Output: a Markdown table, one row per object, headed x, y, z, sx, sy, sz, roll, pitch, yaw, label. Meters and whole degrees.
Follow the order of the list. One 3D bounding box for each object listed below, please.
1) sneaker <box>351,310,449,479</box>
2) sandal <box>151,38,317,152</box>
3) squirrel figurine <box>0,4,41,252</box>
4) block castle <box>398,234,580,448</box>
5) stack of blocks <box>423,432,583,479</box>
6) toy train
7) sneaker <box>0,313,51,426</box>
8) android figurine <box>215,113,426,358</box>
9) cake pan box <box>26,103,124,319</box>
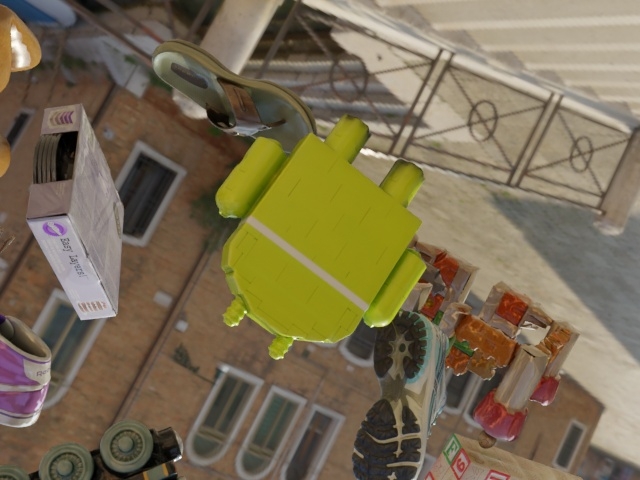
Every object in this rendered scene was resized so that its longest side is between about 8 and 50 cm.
| x | y | z | sx | sy | sz | roll | pitch | yaw | label |
| --- | --- | --- | --- | --- | --- | --- | --- | --- | --- |
| 0.136 | 0.249 | 1.079 | 0.110 | 0.283 | 0.122 | 7 | 171 | 41 | sneaker |
| -0.149 | -0.219 | 1.230 | 0.303 | 0.086 | 0.120 | 26 | 138 | 1 | sandal |
| -0.469 | -0.093 | 0.804 | 0.281 | 0.370 | 0.397 | -1 | 174 | -12 | squirrel figurine |
| 0.229 | 0.173 | 1.427 | 0.453 | 0.212 | 0.303 | 31 | -159 | 25 | block castle |
| 0.330 | 0.477 | 1.338 | 0.297 | 0.171 | 0.087 | 22 | -165 | -18 | stack of blocks |
| -0.350 | 0.396 | 1.097 | 0.142 | 0.334 | 0.190 | 113 | 136 | -63 | toy train |
| -0.538 | 0.158 | 1.119 | 0.282 | 0.161 | 0.102 | 18 | -157 | -8 | sneaker |
| 0.000 | 0.000 | 0.834 | 0.248 | 0.272 | 0.056 | 36 | 166 | -12 | android figurine |
| -0.380 | -0.046 | 1.190 | 0.070 | 0.245 | 0.266 | -9 | 141 | -3 | cake pan box |
